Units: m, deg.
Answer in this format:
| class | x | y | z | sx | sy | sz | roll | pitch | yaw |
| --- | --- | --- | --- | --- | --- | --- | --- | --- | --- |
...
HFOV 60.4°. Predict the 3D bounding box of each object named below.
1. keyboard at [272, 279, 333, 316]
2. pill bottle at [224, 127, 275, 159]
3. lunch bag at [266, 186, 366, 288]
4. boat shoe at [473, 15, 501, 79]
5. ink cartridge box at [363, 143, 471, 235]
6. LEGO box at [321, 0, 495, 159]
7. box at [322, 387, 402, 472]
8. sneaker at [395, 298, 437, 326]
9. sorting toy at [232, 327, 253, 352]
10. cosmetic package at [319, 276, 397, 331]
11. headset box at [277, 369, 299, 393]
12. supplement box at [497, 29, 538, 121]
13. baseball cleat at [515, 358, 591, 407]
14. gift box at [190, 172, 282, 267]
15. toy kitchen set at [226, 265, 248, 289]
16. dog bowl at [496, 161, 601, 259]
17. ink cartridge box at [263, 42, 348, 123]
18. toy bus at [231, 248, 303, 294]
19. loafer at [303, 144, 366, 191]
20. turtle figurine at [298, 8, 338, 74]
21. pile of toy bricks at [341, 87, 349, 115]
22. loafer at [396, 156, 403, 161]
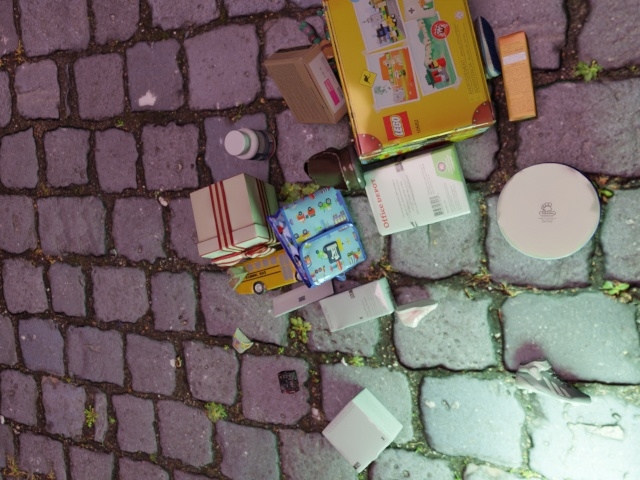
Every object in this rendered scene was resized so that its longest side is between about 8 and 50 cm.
| class | x | y | z | sx | sy | sz | roll | pitch | yaw |
| --- | --- | --- | --- | --- | --- | --- | --- | --- | --- |
| keyboard | -0.065 | 0.195 | 1.918 | 0.256 | 0.014 | 0.072 | -25 | 63 | 27 |
| pill bottle | -0.241 | -0.326 | 1.865 | 0.107 | 0.180 | 0.108 | 3 | 97 | 27 |
| lunch bag | 0.000 | 0.000 | 1.763 | 0.293 | 0.220 | 0.138 | 64 | 153 | -2 |
| boat shoe | 0.455 | -0.543 | 1.556 | 0.066 | 0.066 | 0.183 | -21 | 73 | 47 |
| ink cartridge box | 0.286 | -0.149 | 1.627 | 0.272 | 0.115 | 0.199 | -15 | 100 | 20 |
| LEGO box | 0.235 | -0.504 | 1.542 | 0.372 | 0.193 | 0.501 | -13 | 90 | 7 |
| box | 0.138 | 0.626 | 1.821 | 0.182 | 0.119 | 0.181 | 44 | 112 | 15 |
| sneaker | 0.310 | 0.231 | 1.732 | 0.134 | 0.051 | 0.070 | -16 | 107 | 17 |
| sorting toy | -0.305 | 0.386 | 2.064 | 0.083 | 0.045 | 0.075 | 42 | 131 | 17 |
| cosmetic package | 0.123 | 0.210 | 1.801 | 0.231 | 0.085 | 0.117 | -24 | 85 | 26 |
| headset box | -0.115 | 0.514 | 1.982 | 0.062 | 0.032 | 0.083 | -12 | 91 | 28 |
| supplement box | 0.546 | -0.447 | 1.517 | 0.080 | 0.078 | 0.234 | -10 | 91 | 27 |
| baseball cleat | 0.664 | 0.399 | 1.561 | 0.205 | 0.072 | 0.110 | 11 | 94 | 21 |
| gift box | -0.254 | -0.056 | 1.870 | 0.255 | 0.276 | 0.258 | -18 | 76 | 25 |
| toy kitchen set | -0.312 | 0.119 | 1.892 | 0.068 | 0.075 | 0.083 | 47 | 113 | 17 |
| dog bowl | 0.623 | -0.082 | 1.506 | 0.264 | 0.104 | 0.265 | 3 | 97 | 26 |
| ink cartridge box | -0.040 | -0.479 | 1.700 | 0.193 | 0.088 | 0.235 | 14 | 145 | 46 |
| toy bus | -0.145 | 0.104 | 1.909 | 0.332 | 0.108 | 0.130 | -18 | 86 | 28 |
| loafer | 0.033 | -0.203 | 1.654 | 0.130 | 0.366 | 0.134 | -21 | 102 | -10 |
| turtle figurine | 0.015 | -0.608 | 1.741 | 0.175 | 0.118 | 0.234 | -21 | 69 | 8 |
| pile of toy bricks | 0.117 | -0.484 | 1.710 | 0.212 | 0.105 | 0.118 | -39 | 79 | 25 |
| loafer | 0.245 | -0.195 | 1.717 | 0.039 | 0.045 | 0.125 | -4 | 97 | 33 |
